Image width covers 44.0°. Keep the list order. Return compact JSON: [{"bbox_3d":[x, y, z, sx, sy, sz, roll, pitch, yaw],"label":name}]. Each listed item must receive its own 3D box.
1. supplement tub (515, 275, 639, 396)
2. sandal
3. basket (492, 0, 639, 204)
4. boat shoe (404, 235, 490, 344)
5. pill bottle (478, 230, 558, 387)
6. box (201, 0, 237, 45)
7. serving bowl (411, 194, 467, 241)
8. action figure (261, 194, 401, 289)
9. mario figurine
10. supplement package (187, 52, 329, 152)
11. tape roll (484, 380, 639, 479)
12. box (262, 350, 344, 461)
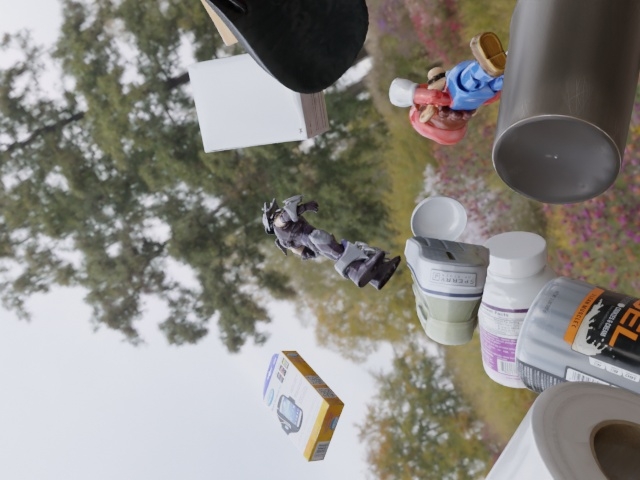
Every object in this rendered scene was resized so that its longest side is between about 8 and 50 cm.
[{"bbox_3d":[0.469,0.184,1.171,0.316,0.193,0.193,19,164,36],"label":"supplement tub"},{"bbox_3d":[-0.075,-0.273,0.686,0.107,0.167,0.446,39,-174,40],"label":"sandal"},{"bbox_3d":[0.269,-0.164,0.861,0.204,0.154,0.226,93,-165,-52],"label":"basket"},{"bbox_3d":[0.150,0.052,0.970,0.302,0.109,0.094,-28,-54,-78],"label":"boat shoe"},{"bbox_3d":[0.411,0.141,1.642,0.169,0.169,0.301,-85,-13,-64],"label":"pill bottle"},{"bbox_3d":[-0.124,-0.463,1.470,0.130,0.171,0.091,58,-151,-27],"label":"box"},{"bbox_3d":[0.174,-0.034,1.180,0.083,0.083,0.027,56,-168,-27],"label":"serving bowl"},{"bbox_3d":[0.000,0.000,1.476,0.285,0.099,0.185,27,170,27],"label":"action figure"},{"bbox_3d":[0.259,-0.309,1.490,0.198,0.320,0.170,29,-115,-13],"label":"mario figurine"},{"bbox_3d":[-0.138,-0.324,1.800,0.145,0.262,0.203,-40,-57,-64],"label":"supplement package"},{"bbox_3d":[0.273,0.275,0.742,0.246,0.169,0.246,17,-152,-10],"label":"tape roll"},{"bbox_3d":[-0.027,0.195,0.969,0.028,0.081,0.136,7,-158,-34],"label":"box"}]
